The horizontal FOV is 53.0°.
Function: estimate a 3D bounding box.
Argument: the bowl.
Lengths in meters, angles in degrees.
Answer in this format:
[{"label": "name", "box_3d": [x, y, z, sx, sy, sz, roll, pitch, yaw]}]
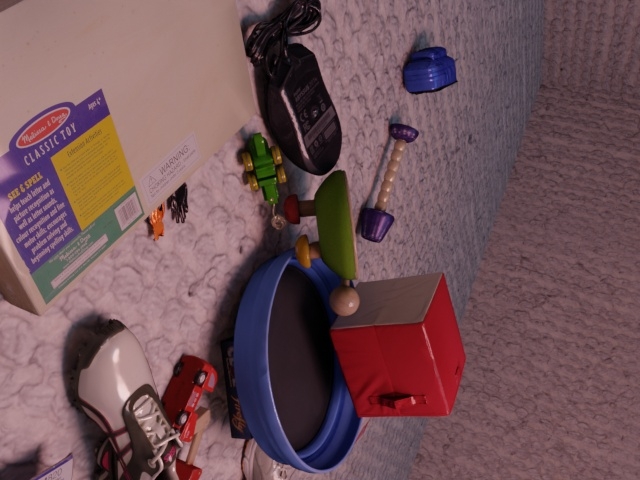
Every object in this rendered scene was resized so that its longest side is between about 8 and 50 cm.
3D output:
[{"label": "bowl", "box_3d": [-0.024, 0.203, 1.136, 0.391, 0.077, 0.392, 27, 59, -60]}]

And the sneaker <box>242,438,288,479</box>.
[{"label": "sneaker", "box_3d": [-0.089, 0.470, 1.250, 0.099, 0.121, 0.263, -6, 110, -66]}]

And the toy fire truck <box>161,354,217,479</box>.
[{"label": "toy fire truck", "box_3d": [-0.202, 0.280, 0.973, 0.192, 0.047, 0.135, -68, 156, -18]}]

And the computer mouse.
[{"label": "computer mouse", "box_3d": [-0.040, -0.227, 1.006, 0.188, 0.072, 0.272, -51, 135, -39]}]

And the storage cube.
[{"label": "storage cube", "box_3d": [0.150, 0.194, 1.197, 0.215, 0.183, 0.193, -49, 125, -57]}]

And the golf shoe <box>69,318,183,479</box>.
[{"label": "golf shoe", "box_3d": [-0.224, 0.219, 0.799, 0.105, 0.120, 0.273, -43, 140, -48]}]

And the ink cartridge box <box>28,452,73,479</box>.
[{"label": "ink cartridge box", "box_3d": [-0.360, 0.362, 0.672, 0.223, 0.045, 0.224, -19, 120, -63]}]

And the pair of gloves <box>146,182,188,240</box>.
[{"label": "pair of gloves", "box_3d": [-0.197, -0.047, 0.827, 0.083, 0.010, 0.074, -44, 141, -54]}]

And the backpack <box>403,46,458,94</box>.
[{"label": "backpack", "box_3d": [0.248, -0.396, 1.504, 0.120, 0.097, 0.101, -37, 116, -42]}]

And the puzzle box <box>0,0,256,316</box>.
[{"label": "puzzle box", "box_3d": [-0.214, -0.155, 0.672, 0.409, 0.052, 0.272, -53, 149, -40]}]

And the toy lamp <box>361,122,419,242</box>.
[{"label": "toy lamp", "box_3d": [0.156, -0.131, 1.480, 0.080, 0.080, 0.275, 28, 77, -66]}]

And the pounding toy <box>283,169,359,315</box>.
[{"label": "pounding toy", "box_3d": [0.000, 0.000, 1.075, 0.183, 0.110, 0.237, -97, 180, -49]}]

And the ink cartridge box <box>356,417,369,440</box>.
[{"label": "ink cartridge box", "box_3d": [0.071, 0.380, 1.526, 0.172, 0.100, 0.237, -25, 138, -61]}]

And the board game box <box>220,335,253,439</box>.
[{"label": "board game box", "box_3d": [-0.085, 0.231, 1.149, 0.243, 0.042, 0.165, -14, 99, -64]}]

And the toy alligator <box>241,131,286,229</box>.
[{"label": "toy alligator", "box_3d": [-0.085, -0.100, 1.001, 0.190, 0.056, 0.051, 79, -6, -46]}]
